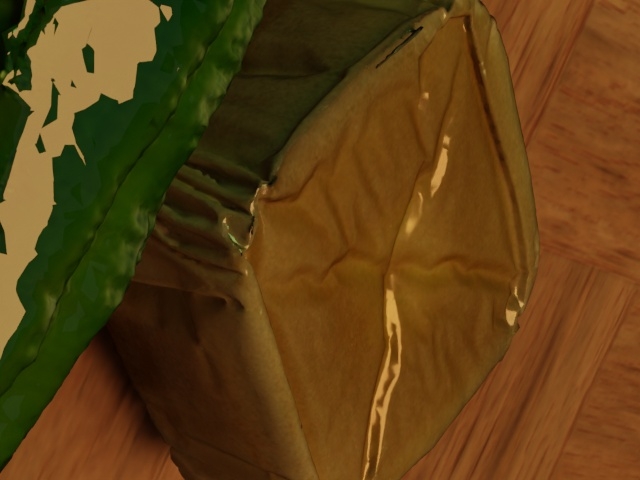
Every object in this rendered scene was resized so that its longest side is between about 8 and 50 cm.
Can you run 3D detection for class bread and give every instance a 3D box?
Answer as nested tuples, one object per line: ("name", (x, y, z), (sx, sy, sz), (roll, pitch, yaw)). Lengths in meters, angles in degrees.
("bread", (-0.001, -0.002, 0.802), (0.192, 0.110, 0.210), (-48, 140, -27))

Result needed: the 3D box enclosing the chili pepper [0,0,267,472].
("chili pepper", (-0.122, -0.059, 0.562), (0.385, 0.213, 0.167), (-61, 154, -11))
